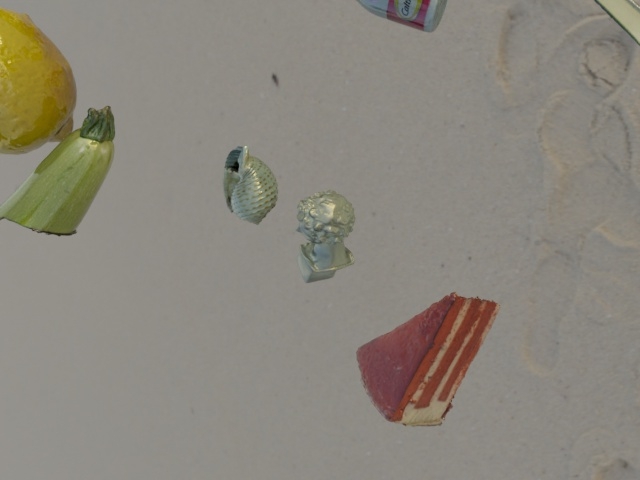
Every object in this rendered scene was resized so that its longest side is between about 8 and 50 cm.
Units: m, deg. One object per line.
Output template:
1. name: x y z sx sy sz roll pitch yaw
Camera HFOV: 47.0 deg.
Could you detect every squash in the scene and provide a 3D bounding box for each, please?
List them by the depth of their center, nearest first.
1. squash: -0.421 -0.110 1.280 0.287 0.137 0.137 -41 60 17

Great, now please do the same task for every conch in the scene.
1. conch: -0.145 -0.110 1.516 0.135 0.102 0.153 -4 79 46

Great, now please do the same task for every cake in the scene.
1. cake: 0.188 0.181 1.323 0.159 0.158 0.262 41 112 48

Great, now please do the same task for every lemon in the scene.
1. lemon: -0.551 -0.274 1.277 0.233 0.288 0.234 -29 36 23

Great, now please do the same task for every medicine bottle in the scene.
1. medicine bottle: 0.125 -0.464 1.380 0.216 0.090 0.090 22 113 13

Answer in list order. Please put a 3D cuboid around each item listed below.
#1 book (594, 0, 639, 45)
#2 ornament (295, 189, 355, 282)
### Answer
1. book: 0.466 -0.391 1.185 0.371 0.260 0.043 50 119 16
2. ornament: 0.014 0.002 1.650 0.285 0.130 0.120 88 156 -55
